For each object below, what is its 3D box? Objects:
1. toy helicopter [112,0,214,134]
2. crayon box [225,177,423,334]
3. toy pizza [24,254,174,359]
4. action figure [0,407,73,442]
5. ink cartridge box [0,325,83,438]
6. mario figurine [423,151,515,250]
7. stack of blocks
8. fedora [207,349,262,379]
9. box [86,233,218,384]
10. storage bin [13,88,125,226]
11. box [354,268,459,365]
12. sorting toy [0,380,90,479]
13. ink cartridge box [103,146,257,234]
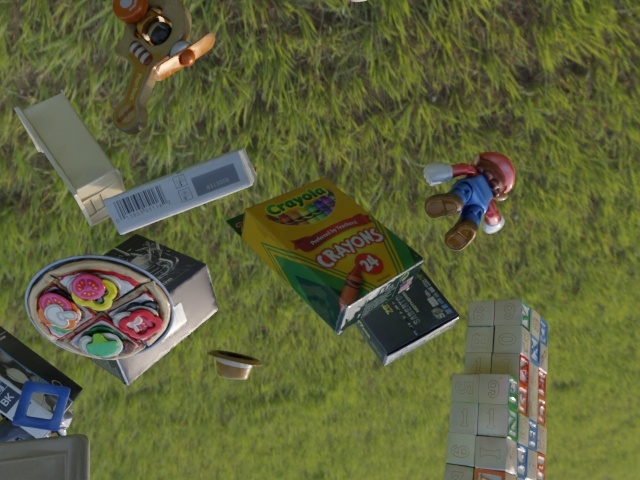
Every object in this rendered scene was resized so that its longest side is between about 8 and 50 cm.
[{"bbox_3d":[-0.406,-0.425,1.398,0.235,0.354,0.140,15,175,16],"label":"toy helicopter"},{"bbox_3d":[0.000,0.000,1.040,0.202,0.318,0.081,-27,146,-36],"label":"crayon box"},{"bbox_3d":[-0.309,0.104,0.805,0.202,0.032,0.201,-3,127,-4],"label":"toy pizza"},{"bbox_3d":[-0.757,0.529,1.411,0.330,0.341,0.178,-33,169,-30],"label":"action figure"},{"bbox_3d":[-0.633,0.238,1.113,0.333,0.165,0.065,39,90,-10],"label":"ink cartridge box"},{"bbox_3d":[0.332,-0.093,1.319,0.170,0.320,0.197,15,123,28],"label":"mario figurine"},{"bbox_3d":[0.273,0.243,0.866,0.087,0.296,0.171,-7,152,37],"label":"stack of blocks"},{"bbox_3d":[-0.293,0.423,1.927,0.195,0.079,0.194,12,173,1],"label":"fedora"},{"bbox_3d":[-0.526,0.176,1.601,0.343,0.313,0.178,-42,137,-39],"label":"box"},{"bbox_3d":[-0.627,-0.202,1.474,0.123,0.262,0.260,-35,174,-20],"label":"storage bin"},{"bbox_3d":[0.145,0.121,1.199,0.184,0.232,0.059,-24,149,-19],"label":"box"},{"bbox_3d":[-0.428,0.373,0.798,0.196,0.347,0.047,1,169,-22],"label":"sorting toy"},{"bbox_3d":[-0.312,-0.140,1.383,0.308,0.385,0.091,-21,104,1],"label":"ink cartridge box"}]
